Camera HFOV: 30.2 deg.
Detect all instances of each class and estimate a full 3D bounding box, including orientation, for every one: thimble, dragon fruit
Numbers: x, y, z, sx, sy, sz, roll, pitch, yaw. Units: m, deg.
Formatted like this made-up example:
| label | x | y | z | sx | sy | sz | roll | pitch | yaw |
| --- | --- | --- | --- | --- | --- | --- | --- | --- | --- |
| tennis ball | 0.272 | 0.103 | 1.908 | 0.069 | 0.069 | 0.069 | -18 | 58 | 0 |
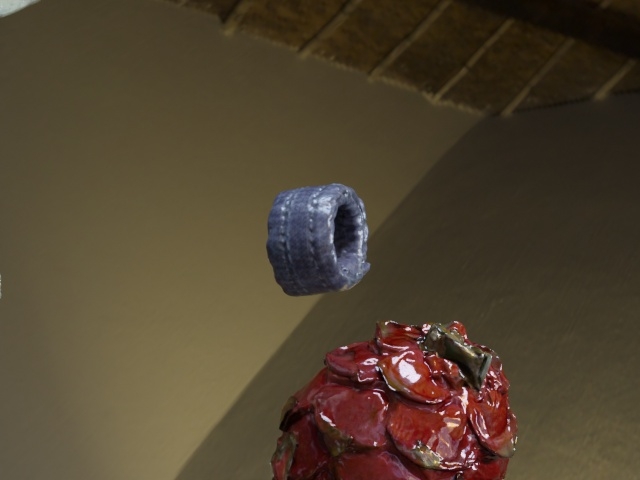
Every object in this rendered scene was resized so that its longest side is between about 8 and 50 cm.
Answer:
| label | x | y | z | sx | sy | sz | roll | pitch | yaw |
| --- | --- | --- | --- | --- | --- | --- | --- | --- | --- |
| thimble | -0.001 | 0.000 | 1.563 | 0.098 | 0.150 | 0.150 | -5 | -65 | 24 |
| dragon fruit | 0.090 | 0.249 | 1.450 | 0.277 | 0.277 | 0.342 | 37 | -73 | 5 |

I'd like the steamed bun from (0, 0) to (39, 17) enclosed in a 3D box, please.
| label | x | y | z | sx | sy | sz | roll | pitch | yaw |
| --- | --- | --- | --- | --- | --- | --- | --- | --- | --- |
| steamed bun | -0.523 | -0.448 | 1.620 | 0.274 | 0.290 | 0.272 | 10 | -72 | 24 |
